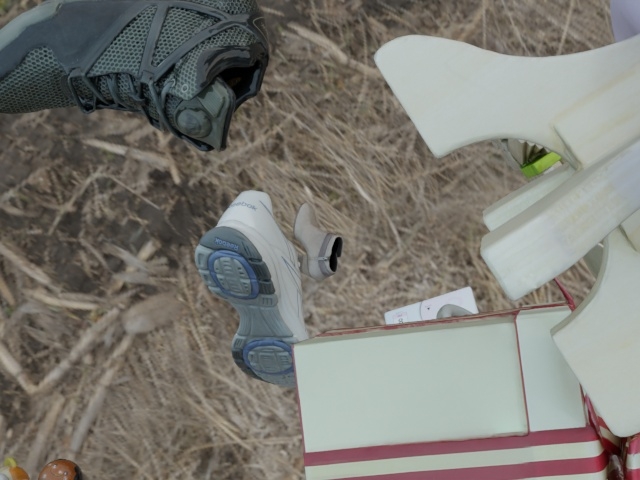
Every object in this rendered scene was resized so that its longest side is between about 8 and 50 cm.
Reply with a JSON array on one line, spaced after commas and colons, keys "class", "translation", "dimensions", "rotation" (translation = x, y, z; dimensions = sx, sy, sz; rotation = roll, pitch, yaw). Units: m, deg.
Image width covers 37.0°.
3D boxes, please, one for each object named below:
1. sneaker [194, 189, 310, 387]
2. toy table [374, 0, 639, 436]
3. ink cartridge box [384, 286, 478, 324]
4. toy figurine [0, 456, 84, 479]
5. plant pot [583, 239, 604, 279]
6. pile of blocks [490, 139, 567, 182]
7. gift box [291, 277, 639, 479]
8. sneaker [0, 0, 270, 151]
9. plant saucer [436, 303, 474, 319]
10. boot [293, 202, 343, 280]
[{"class": "sneaker", "translation": [-0.057, 0.068, 1.179], "dimensions": [0.111, 0.297, 0.129], "rotation": [4, 43, 18]}, {"class": "toy table", "translation": [0.160, -0.039, 0.514], "dimensions": [0.161, 0.274, 0.252], "rotation": [-33, 78, 11]}, {"class": "ink cartridge box", "translation": [0.236, 0.217, 1.887], "dimensions": [0.189, 0.066, 0.232], "rotation": [-18, 43, 11]}, {"class": "toy figurine", "translation": [-0.312, 0.345, 1.053], "dimensions": [0.213, 0.148, 0.210], "rotation": [-23, 97, 48]}, {"class": "plant pot", "translation": [0.473, 0.005, 1.263], "dimensions": [0.284, 0.191, 0.284], "rotation": [-9, 40, 8]}, {"class": "pile of blocks", "translation": [0.370, -0.206, 1.707], "dimensions": [0.112, 0.149, 0.362], "rotation": [-36, 67, -4]}, {"class": "gift box", "translation": [0.130, 0.155, 0.805], "dimensions": [0.258, 0.255, 0.276], "rotation": [-6, 92, 12]}, {"class": "sneaker", "translation": [-0.144, -0.121, 0.717], "dimensions": [0.227, 0.087, 0.130], "rotation": [-15, 61, -10]}, {"class": "plant saucer", "translation": [0.283, 0.258, 1.297], "dimensions": [0.100, 0.400, 0.400], "rotation": [-48, 61, 12]}, {"class": "boot", "translation": [0.000, 0.000, 1.396], "dimensions": [0.087, 0.042, 0.119], "rotation": [-6, 82, 52]}]
